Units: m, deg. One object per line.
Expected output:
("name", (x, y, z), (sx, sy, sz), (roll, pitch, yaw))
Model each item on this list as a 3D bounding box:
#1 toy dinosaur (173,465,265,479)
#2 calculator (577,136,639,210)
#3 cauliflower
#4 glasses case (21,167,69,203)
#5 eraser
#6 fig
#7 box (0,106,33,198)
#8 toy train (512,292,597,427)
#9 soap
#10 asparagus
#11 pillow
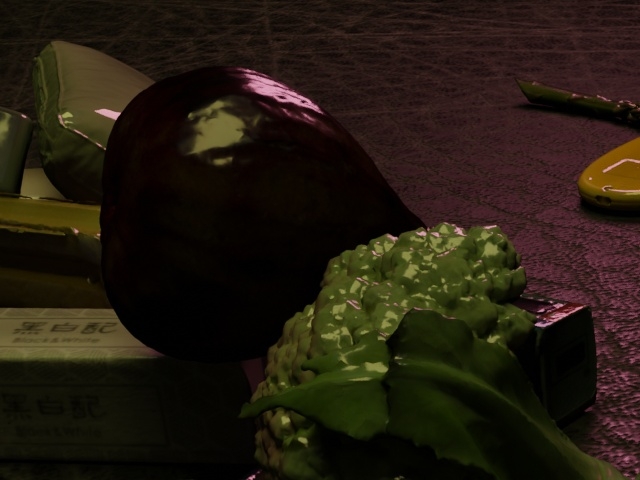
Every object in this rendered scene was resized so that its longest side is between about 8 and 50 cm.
("toy dinosaur", (-0.123, 0.199, 1.302), (0.363, 0.076, 0.147), (-13, 10, -33))
("calculator", (0.354, -0.075, 1.985), (0.146, 0.032, 0.235), (13, 29, 44))
("cauliflower", (0.089, 0.134, 1.283), (0.315, 0.239, 0.256), (24, 26, -24))
("glasses case", (-0.357, -0.021, 2.007), (0.297, 0.075, 0.113), (-8, 20, -7))
("eraser", (-0.227, 0.109, 1.555), (0.404, 0.096, 0.098), (0, 23, 17))
("fig", (0.000, 0.000, 1.435), (0.321, 0.217, 0.217), (14, 11, -23))
("box", (-0.326, -0.053, 1.870), (0.093, 0.172, 0.124), (13, 57, -7))
("toy train", (0.036, 0.066, 1.604), (0.409, 0.086, 0.089), (11, 25, 42))
("soap", (-0.240, 0.035, 1.717), (0.233, 0.135, 0.076), (7, 23, 37))
("asparagus", (0.302, -0.153, 2.234), (0.034, 0.027, 0.236), (4, 9, -40))
("pillow", (-0.169, -0.080, 1.940), (0.255, 0.120, 0.322), (31, 10, -18))
